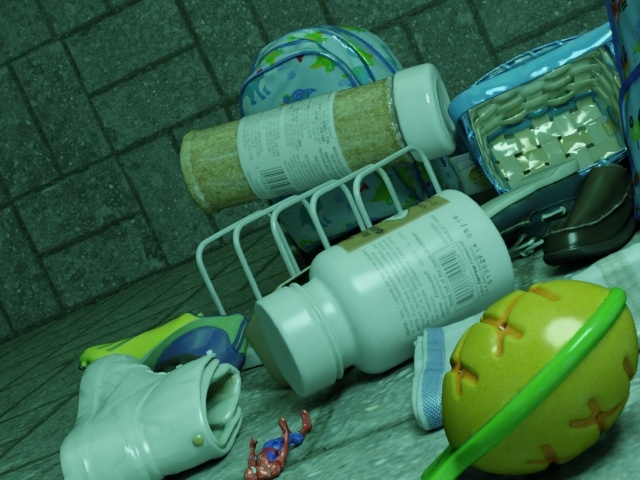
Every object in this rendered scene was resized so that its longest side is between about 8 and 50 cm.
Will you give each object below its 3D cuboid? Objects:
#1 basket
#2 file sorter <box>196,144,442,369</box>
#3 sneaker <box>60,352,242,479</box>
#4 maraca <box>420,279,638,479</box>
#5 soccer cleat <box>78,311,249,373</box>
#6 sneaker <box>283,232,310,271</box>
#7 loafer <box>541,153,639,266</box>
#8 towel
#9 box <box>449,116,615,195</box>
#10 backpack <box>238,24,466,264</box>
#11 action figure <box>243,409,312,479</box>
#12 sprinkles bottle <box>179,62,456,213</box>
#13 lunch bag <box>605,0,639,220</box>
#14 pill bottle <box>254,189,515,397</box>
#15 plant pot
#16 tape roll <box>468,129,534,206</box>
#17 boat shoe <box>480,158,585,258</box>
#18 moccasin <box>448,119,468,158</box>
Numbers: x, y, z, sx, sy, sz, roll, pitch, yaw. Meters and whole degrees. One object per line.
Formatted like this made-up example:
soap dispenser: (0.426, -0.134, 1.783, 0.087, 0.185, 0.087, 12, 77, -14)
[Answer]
basket: (0.300, -0.166, 1.404, 0.254, 0.201, 0.289, -23, -20, 4)
file sorter: (0.013, 0.020, 1.321, 0.277, 0.173, 0.193, -21, 7, 37)
sneaker: (-0.155, 0.169, 1.082, 0.169, 0.108, 0.292, -23, 16, 0)
maraca: (0.117, 0.096, 0.645, 0.186, 0.099, 0.127, -49, -12, 22)
soccer cleat: (-0.194, 0.145, 1.337, 0.289, 0.093, 0.121, -10, 38, 44)
sneaker: (0.000, 0.000, 1.935, 0.130, 0.087, 0.227, -30, 0, 7)
loafer: (0.296, -0.038, 1.135, 0.080, 0.078, 0.220, -19, 9, 46)
towel: (0.204, 0.062, 0.863, 0.285, 0.034, 0.209, -23, 7, 11)
box: (0.340, -0.137, 1.651, 0.324, 0.067, 0.063, -17, 2, -20)
backpack: (0.034, -0.144, 1.574, 0.290, 0.356, 0.273, -17, -8, 37)
action figure: (-0.040, 0.175, 0.893, 0.038, 0.030, 0.115, -17, 10, 20)
sprinkles bottle: (-0.006, -0.130, 1.403, 0.355, 0.121, 0.121, -13, 10, 18)
lunch bag: (0.353, -0.146, 1.005, 0.138, 0.293, 0.221, 3, -7, 1)
pill bottle: (0.060, 0.054, 1.030, 0.229, 0.131, 0.131, -26, 6, -15)
plant pot: (-0.015, 0.095, 1.144, 0.096, 0.109, 0.109, -35, -2, 38)
tape roll: (0.232, -0.087, 1.850, 0.392, 0.072, 0.392, -24, 6, 3)
boat shoe: (0.237, -0.024, 1.255, 0.095, 0.079, 0.254, -21, 4, 42)
moccasin: (0.100, -0.123, 1.788, 0.342, 0.117, 0.138, -23, 7, 22)
